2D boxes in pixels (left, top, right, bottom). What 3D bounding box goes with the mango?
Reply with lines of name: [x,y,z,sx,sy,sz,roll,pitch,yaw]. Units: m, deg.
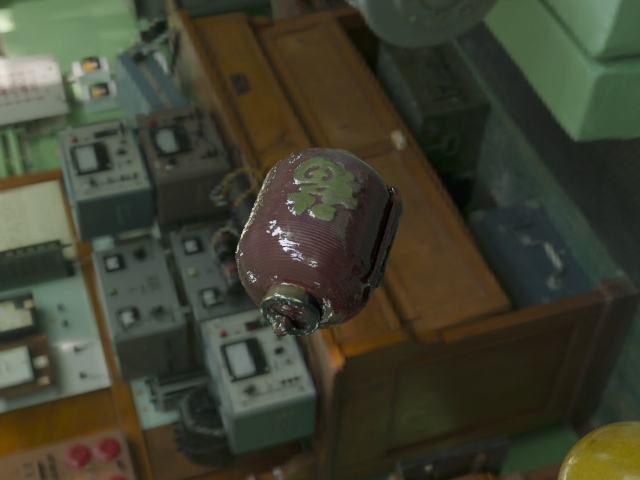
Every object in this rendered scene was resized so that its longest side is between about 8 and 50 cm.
mango: [0.573,0.427,1.727,0.445,0.300,0.232,-174,83,-72]

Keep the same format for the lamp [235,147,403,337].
lamp: [0.000,0.000,1.260,0.180,0.180,0.258,97,-172,-51]
